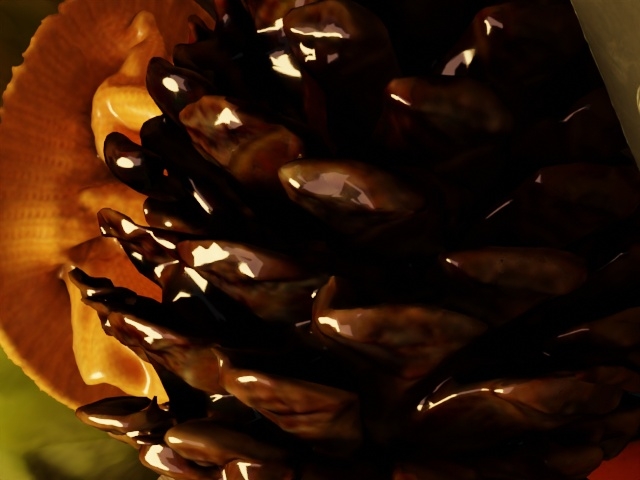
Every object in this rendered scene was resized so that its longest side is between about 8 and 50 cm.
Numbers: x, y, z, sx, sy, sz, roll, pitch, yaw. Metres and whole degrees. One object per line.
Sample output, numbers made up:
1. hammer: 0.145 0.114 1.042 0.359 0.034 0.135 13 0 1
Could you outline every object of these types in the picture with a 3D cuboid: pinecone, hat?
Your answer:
1. pinecone: 0.025 0.002 0.683 0.224 0.224 0.272 17 98 60
2. hat: 0.000 0.000 0.878 0.233 0.233 0.244 9 100 41

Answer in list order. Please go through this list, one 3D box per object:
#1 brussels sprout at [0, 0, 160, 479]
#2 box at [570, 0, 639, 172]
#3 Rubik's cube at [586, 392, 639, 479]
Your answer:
1. brussels sprout: -0.217 -0.011 1.104 0.361 0.342 0.425 2 129 34
2. box: 0.099 -0.151 0.518 0.270 0.045 0.211 69 159 0
3. Rubik's cube: 0.160 0.118 0.801 0.250 0.284 0.234 14 -119 -73
